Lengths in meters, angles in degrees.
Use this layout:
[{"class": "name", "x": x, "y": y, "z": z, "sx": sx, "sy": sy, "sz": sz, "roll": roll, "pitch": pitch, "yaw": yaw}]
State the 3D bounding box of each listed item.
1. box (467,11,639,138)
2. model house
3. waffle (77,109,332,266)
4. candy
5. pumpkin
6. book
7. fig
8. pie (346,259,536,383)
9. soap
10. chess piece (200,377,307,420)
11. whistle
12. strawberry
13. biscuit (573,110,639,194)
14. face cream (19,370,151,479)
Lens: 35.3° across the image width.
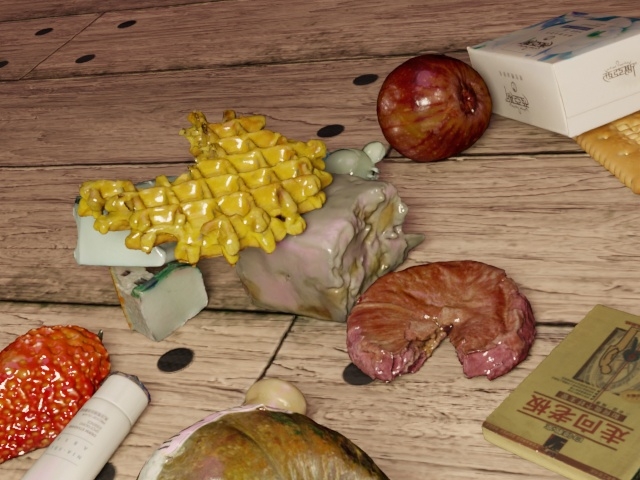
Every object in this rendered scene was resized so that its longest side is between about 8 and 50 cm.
[{"class": "box", "x": 0.382, "y": -0.262, "z": 1.535, "sx": 0.203, "sy": 0.116, "sz": 0.274, "roll": -22, "pitch": 21, "yaw": -11}, {"class": "model house", "x": -0.219, "y": 0.063, "z": 1.328, "sx": 0.101, "sy": 0.087, "sz": 0.100, "roll": -36, "pitch": 39, "yaw": -30}, {"class": "waffle", "x": -0.123, "y": -0.072, "z": 1.225, "sx": 0.260, "sy": 0.069, "sz": 0.293, "roll": 19, "pitch": 41, "yaw": 23}, {"class": "candy", "x": 0.000, "y": 0.000, "z": 1.295, "sx": 0.195, "sy": 0.137, "sz": 0.185, "roll": 9, "pitch": 38, "yaw": 37}, {"class": "pumpkin", "x": -0.032, "y": 0.259, "z": 0.781, "sx": 0.260, "sy": 0.260, "sz": 0.189, "roll": -43, "pitch": 10, "yaw": -38}, {"class": "book", "x": 0.294, "y": 0.155, "z": 1.030, "sx": 0.161, "sy": 0.026, "sz": 0.231, "roll": 18, "pitch": 44, "yaw": 41}, {"class": "fig", "x": 0.147, "y": -0.196, "z": 1.544, "sx": 0.207, "sy": 0.175, "sz": 0.175, "roll": -6, "pitch": 29, "yaw": 42}, {"class": "pie", "x": 0.136, "y": 0.093, "z": 1.168, "sx": 0.219, "sy": 0.054, "sz": 0.204, "roll": -11, "pitch": 32, "yaw": 5}, {"class": "soap", "x": -0.213, "y": -0.028, "z": 1.386, "sx": 0.150, "sy": 0.094, "sz": 0.261, "roll": 6, "pitch": 12, "yaw": 23}, {"class": "chess piece", "x": -0.096, "y": 0.242, "z": 0.984, "sx": 0.139, "sy": 0.124, "sz": 0.307, "roll": -29, "pitch": 13, "yaw": 40}, {"class": "whistle", "x": -0.006, "y": -0.101, "z": 1.522, "sx": 0.236, "sy": 0.077, "sz": 0.114, "roll": 4, "pitch": 64, "yaw": 38}, {"class": "strawberry", "x": -0.356, "y": 0.170, "z": 1.195, "sx": 0.175, "sy": 0.106, "sz": 0.236, "roll": 0, "pitch": 35, "yaw": 24}, {"class": "biscuit", "x": 0.464, "y": -0.145, "z": 1.435, "sx": 0.160, "sy": 0.030, "sz": 0.249, "roll": -17, "pitch": 31, "yaw": -4}, {"class": "face cream", "x": -0.276, "y": 0.247, "z": 1.095, "sx": 0.092, "sy": 0.058, "sz": 0.243, "roll": 11, "pitch": 45, "yaw": 28}]
